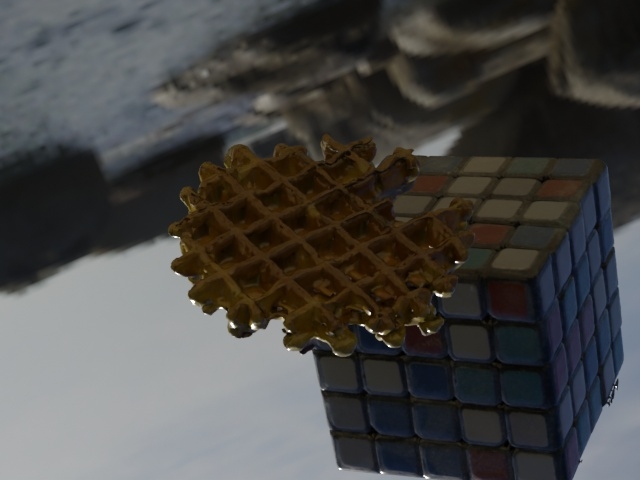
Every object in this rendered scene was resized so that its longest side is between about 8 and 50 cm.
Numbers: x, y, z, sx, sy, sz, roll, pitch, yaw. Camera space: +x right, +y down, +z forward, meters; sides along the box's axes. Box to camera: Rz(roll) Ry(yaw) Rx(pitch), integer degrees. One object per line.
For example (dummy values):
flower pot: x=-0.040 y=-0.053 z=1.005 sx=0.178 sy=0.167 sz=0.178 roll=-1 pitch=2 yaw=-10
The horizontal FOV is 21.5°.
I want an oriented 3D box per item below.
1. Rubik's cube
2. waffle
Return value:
Rubik's cube: x=0.172 y=0.086 z=1.940 sx=0.293 sy=0.287 sz=0.292 roll=4 pitch=-151 yaw=27
waffle: x=0.000 y=0.000 z=1.277 sx=0.229 sy=0.051 sz=0.231 roll=10 pitch=-140 yaw=7
